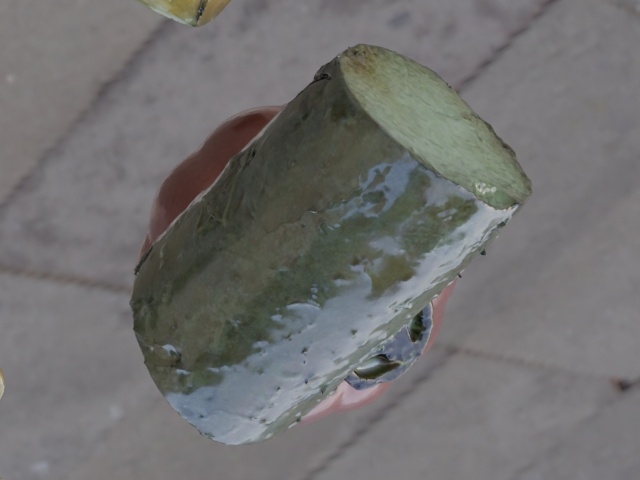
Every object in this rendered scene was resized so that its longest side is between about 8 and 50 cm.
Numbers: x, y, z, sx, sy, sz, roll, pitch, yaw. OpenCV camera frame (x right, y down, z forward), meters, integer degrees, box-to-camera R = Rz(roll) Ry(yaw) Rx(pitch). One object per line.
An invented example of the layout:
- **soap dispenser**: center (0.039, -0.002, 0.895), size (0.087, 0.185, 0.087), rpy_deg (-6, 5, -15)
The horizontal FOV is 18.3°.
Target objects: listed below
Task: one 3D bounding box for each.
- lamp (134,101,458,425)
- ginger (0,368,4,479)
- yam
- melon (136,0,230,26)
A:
- **lamp**: center (-0.007, 0.028, 1.738), size (0.305, 0.239, 0.305), rpy_deg (-15, 122, -26)
- **ginger**: center (-0.230, -0.041, 0.741), size (0.166, 0.375, 0.236), rpy_deg (-4, 155, -28)
- **yam**: center (0.000, 0.000, 1.287), size (0.161, 0.161, 0.268), rpy_deg (9, 138, -42)
- **melon**: center (-0.131, -0.279, 1.776), size (0.128, 0.079, 0.160), rpy_deg (10, 104, 6)
